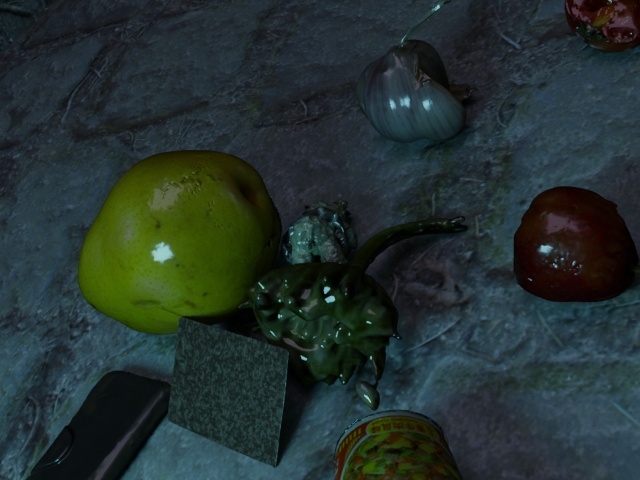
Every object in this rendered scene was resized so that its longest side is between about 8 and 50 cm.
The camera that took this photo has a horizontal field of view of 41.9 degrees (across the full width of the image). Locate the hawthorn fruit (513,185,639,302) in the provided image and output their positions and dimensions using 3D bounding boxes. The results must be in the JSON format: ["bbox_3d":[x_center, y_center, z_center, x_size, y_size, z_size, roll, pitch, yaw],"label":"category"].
[{"bbox_3d":[0.323,0.012,1.030,0.172,0.148,0.148,22,60,36],"label":"hawthorn fruit"}]

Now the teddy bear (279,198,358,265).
[{"bbox_3d":[-0.008,-0.010,1.318,0.133,0.111,0.213,-14,40,17],"label":"teddy bear"}]

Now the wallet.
[{"bbox_3d":[-0.348,0.324,1.224,0.165,0.042,0.309,6,50,38],"label":"wallet"}]

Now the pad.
[{"bbox_3d":[-0.132,0.203,1.156,0.235,0.003,0.158,9,93,43],"label":"pad"}]

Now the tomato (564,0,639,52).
[{"bbox_3d":[0.493,-0.374,1.414,0.159,0.091,0.139,37,81,25],"label":"tomato"}]

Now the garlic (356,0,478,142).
[{"bbox_3d":[0.191,-0.289,1.454,0.257,0.207,0.207,-63,30,20],"label":"garlic"}]

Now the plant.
[{"bbox_3d":[0.046,0.082,1.193,0.251,0.180,0.333,9,24,26],"label":"plant"}]

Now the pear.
[{"bbox_3d":[-0.225,0.004,1.319,0.336,0.285,0.285,-11,40,30],"label":"pear"}]

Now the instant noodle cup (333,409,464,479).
[{"bbox_3d":[0.083,0.287,0.848,0.193,0.193,0.212,-24,28,10],"label":"instant noodle cup"}]
